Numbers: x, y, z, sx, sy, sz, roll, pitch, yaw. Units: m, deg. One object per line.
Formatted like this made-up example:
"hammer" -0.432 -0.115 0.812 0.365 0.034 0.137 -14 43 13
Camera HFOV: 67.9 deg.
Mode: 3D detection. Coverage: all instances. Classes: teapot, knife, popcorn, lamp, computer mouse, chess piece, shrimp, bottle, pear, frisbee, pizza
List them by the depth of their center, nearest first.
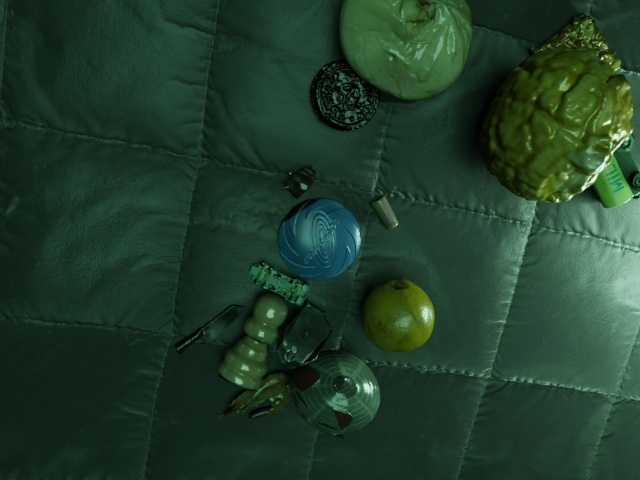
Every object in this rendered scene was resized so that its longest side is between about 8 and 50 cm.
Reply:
"popcorn" 0.598 -0.295 1.246 0.354 0.344 0.390 -23 92 12
"teapot" -0.057 -0.167 1.301 0.068 0.076 0.121 45 64 -5
"chess piece" -0.174 0.273 1.333 0.143 0.143 0.260 27 91 -13
"lamp" 0.039 0.422 1.340 0.265 0.233 0.233 35 94 7
"computer mouse" -0.053 0.268 1.341 0.126 0.231 0.071 48 132 -8
"pear" 0.218 0.206 1.352 0.209 0.209 0.208 -2 101 -9
"frisbee" 0.000 0.000 1.355 0.242 0.045 0.242 -2 100 -10
"knife" -0.309 0.256 1.365 0.230 0.028 0.060 -37 116 -4
"pizza" 0.747 -0.556 1.365 0.292 0.058 0.197 9 98 -11
"bottle" 0.187 -0.080 1.370 0.045 0.045 0.096 -34 106 -2
"shrimp" -0.180 0.480 1.420 0.236 0.053 0.133 -30 124 -7

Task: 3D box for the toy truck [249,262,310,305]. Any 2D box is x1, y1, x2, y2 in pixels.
"toy truck" -0.114 0.118 1.352 0.175 0.081 0.067 25 95 6

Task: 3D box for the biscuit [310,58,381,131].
"biscuit" 0.066 -0.392 1.286 0.195 0.053 0.194 -2 100 -9

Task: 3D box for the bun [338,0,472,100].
"bun" 0.231 -0.538 1.189 0.361 0.213 0.361 0 90 -17

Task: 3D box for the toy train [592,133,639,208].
"toy train" 0.878 -0.214 1.436 0.157 0.105 0.253 -32 103 11
